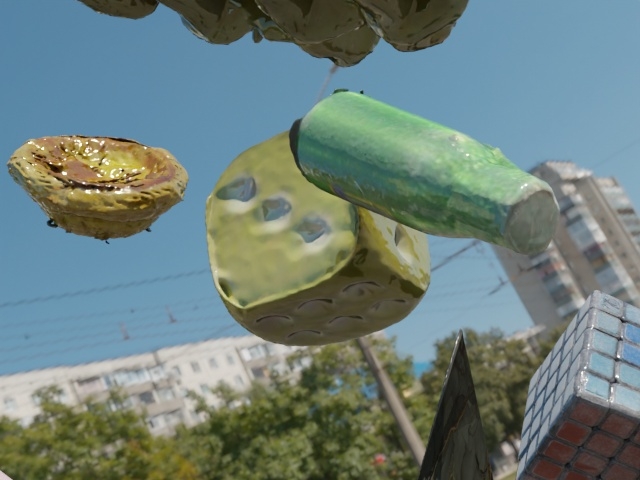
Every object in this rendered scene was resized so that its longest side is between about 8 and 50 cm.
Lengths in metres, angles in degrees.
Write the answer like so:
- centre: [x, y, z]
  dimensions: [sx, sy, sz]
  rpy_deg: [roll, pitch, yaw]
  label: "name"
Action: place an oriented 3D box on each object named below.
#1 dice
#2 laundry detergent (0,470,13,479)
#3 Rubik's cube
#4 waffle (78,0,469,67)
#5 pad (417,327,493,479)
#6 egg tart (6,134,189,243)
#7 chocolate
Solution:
- centre: [0.000, 0.000, 1.226]
  dimensions: [0.238, 0.233, 0.227]
  rpy_deg: [-21, -30, 24]
  label: "dice"
- centre: [-0.334, 0.164, 0.685]
  dimensions: [0.088, 0.335, 0.159]
  rpy_deg: [-43, -24, -39]
  label: "laundry detergent"
- centre: [0.444, 0.258, 1.325]
  dimensions: [0.237, 0.237, 0.238]
  rpy_deg: [-63, -5, -51]
  label: "Rubik's cube"
- centre: [-0.060, -0.141, 0.275]
  dimensions: [0.309, 0.056, 0.292]
  rpy_deg: [19, -12, -14]
  label: "waffle"
- centre: [0.136, 0.298, 0.866]
  dimensions: [0.007, 0.247, 0.367]
  rpy_deg: [2, -49, 24]
  label: "pad"
- centre: [-0.354, -0.084, 1.433]
  dimensions: [0.290, 0.290, 0.115]
  rpy_deg: [-9, -60, -44]
  label: "egg tart"
- centre: [0.086, -0.056, 0.767]
  dimensions: [0.110, 0.110, 0.291]
  rpy_deg: [-19, 26, -23]
  label: "chocolate"
